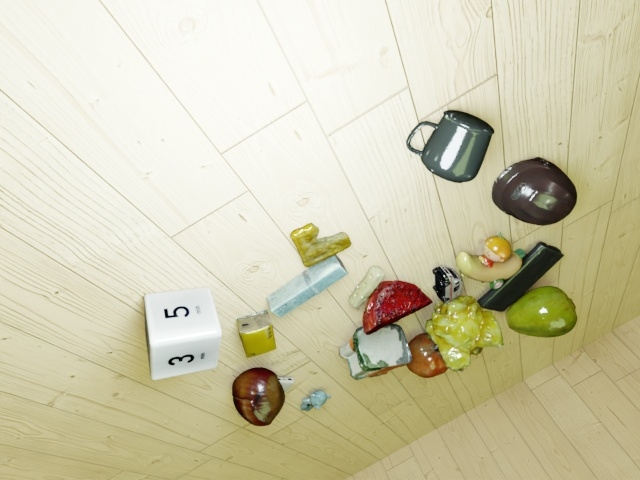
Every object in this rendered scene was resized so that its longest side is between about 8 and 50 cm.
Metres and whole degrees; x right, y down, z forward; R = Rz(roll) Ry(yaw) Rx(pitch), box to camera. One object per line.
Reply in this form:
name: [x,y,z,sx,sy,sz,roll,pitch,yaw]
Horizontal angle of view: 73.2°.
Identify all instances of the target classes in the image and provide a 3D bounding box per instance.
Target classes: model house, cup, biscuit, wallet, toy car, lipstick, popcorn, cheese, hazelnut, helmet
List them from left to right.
hazelnut: [-0.257,0.620,1.736,0.230,0.229,0.229,-15,137,-14]
lipstick: [-0.049,0.155,1.461,0.290,0.076,0.077,-35,139,8]
biscuit: [0.000,0.000,1.361,0.174,0.039,0.183,-27,139,1]
cheese: [0.170,0.175,1.607,0.043,0.065,0.194,6,127,-41]
model house: [0.204,0.511,1.910,0.271,0.190,0.301,2,146,-35]
toy car: [0.528,0.169,1.773,0.108,0.089,0.209,-25,140,-4]
cup: [0.359,-0.272,1.205,0.223,0.169,0.176,19,122,-3]
popcorn: [0.638,0.377,1.876,0.321,0.326,0.290,-22,98,-24]
wallet: [0.935,0.178,2.021,0.228,0.062,0.406,15,122,-37]
helmet: [0.766,-0.151,1.518,0.305,0.177,0.225,1,133,-31]

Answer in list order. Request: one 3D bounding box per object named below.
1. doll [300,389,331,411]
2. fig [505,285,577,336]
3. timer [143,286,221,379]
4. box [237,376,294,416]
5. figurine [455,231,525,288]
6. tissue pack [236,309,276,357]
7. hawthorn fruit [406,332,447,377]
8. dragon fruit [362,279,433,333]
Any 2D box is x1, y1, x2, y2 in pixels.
doll: [-0.032,0.804,2.119,0.120,0.075,0.179,17,122,-35]
fig: [1.106,0.372,2.170,0.326,0.258,0.258,-23,140,14]
timer: [-0.418,0.275,1.296,0.195,0.194,0.192,-4,133,-24]
box: [-0.245,0.705,1.933,0.142,0.044,0.285,20,120,-43]
figurine: [0.689,0.077,1.745,0.325,0.124,0.222,9,127,-29]
tissue pack: [-0.228,0.339,1.545,0.120,0.082,0.169,-14,137,-13]
hawthorn fruit: [0.500,0.571,2.078,0.211,0.210,0.262,-4,141,-24]
dragon fruit: [0.246,0.257,1.685,0.317,0.152,0.205,-14,157,-35]
